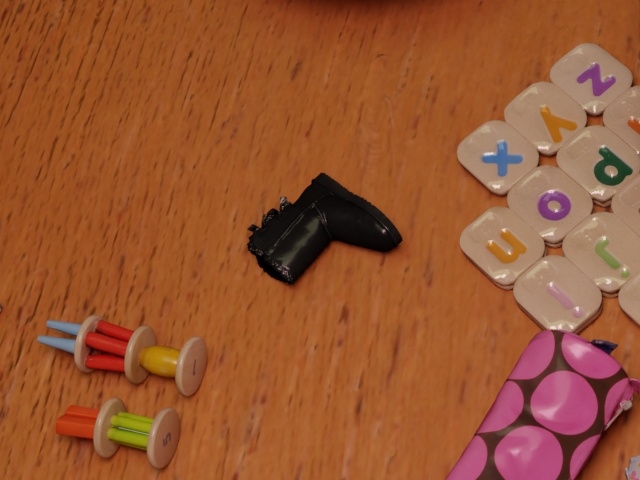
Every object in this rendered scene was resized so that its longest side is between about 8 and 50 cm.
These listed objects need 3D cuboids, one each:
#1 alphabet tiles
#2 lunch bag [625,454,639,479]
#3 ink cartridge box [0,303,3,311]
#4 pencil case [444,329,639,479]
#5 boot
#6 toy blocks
[{"bbox_3d":[0.263,-0.044,1.478,0.284,0.021,0.278,-40,58,-10],"label":"alphabet tiles"},{"bbox_3d":[0.276,0.199,1.311,0.083,0.053,0.071,-2,61,3],"label":"lunch bag"},{"bbox_3d":[-0.429,0.093,1.569,0.206,0.045,0.208,26,71,26],"label":"ink cartridge box"},{"bbox_3d":[0.163,0.171,1.339,0.098,0.095,0.209,31,73,12],"label":"pencil case"},{"bbox_3d":[0.000,0.000,1.508,0.099,0.045,0.121,-43,52,-15],"label":"boot"},{"bbox_3d":[-0.186,0.125,1.477,0.148,0.054,0.123,10,63,20],"label":"toy blocks"}]
